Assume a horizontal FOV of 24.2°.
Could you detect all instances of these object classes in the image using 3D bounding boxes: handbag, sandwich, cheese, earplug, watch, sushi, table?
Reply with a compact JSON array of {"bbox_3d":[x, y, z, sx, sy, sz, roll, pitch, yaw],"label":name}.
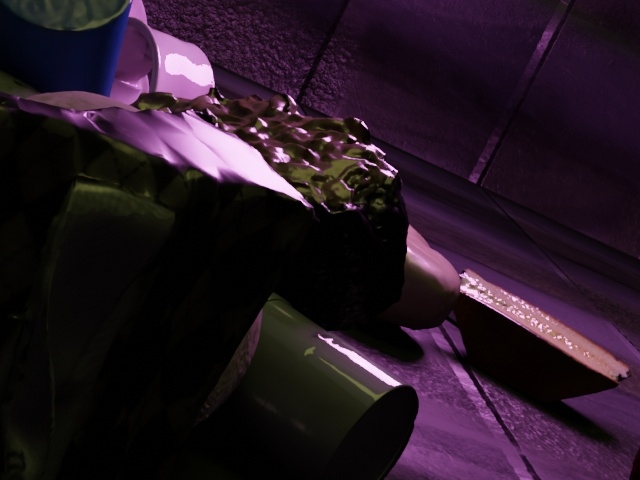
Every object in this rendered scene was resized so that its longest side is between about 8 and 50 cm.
[{"bbox_3d":[-0.218,0.035,0.733,0.416,0.317,0.180,14,23,-48],"label":"handbag"},{"bbox_3d":[0.266,0.140,1.919,0.258,0.096,0.094,31,18,14],"label":"sandwich"},{"bbox_3d":[0.000,0.000,1.848,0.328,0.129,0.351,34,13,36],"label":"cheese"},{"bbox_3d":[-0.267,-0.157,1.486,0.132,0.273,0.132,8,51,-9],"label":"earplug"},{"bbox_3d":[-0.255,-0.207,1.930,0.196,0.244,0.231,17,7,-42],"label":"watch"},{"bbox_3d":[-0.067,-0.038,1.426,0.211,0.171,0.350,-18,28,-40],"label":"sushi"},{"bbox_3d":[-0.041,0.117,1.248,0.220,0.126,0.126,33,13,28],"label":"table"}]

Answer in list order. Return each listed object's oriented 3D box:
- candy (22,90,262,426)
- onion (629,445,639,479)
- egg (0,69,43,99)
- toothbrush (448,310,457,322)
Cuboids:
[{"bbox_3d":[-0.157,0.013,1.121,0.295,0.185,0.295,19,51,-25],"label":"candy"},{"bbox_3d":[0.417,0.260,1.434,0.281,0.221,0.281,48,19,-23],"label":"onion"},{"bbox_3d":[-0.323,-0.078,1.376,0.236,0.169,0.169,29,11,10],"label":"egg"},{"bbox_3d":[0.161,0.082,2.113,0.342,0.025,0.030,35,20,36],"label":"toothbrush"}]
